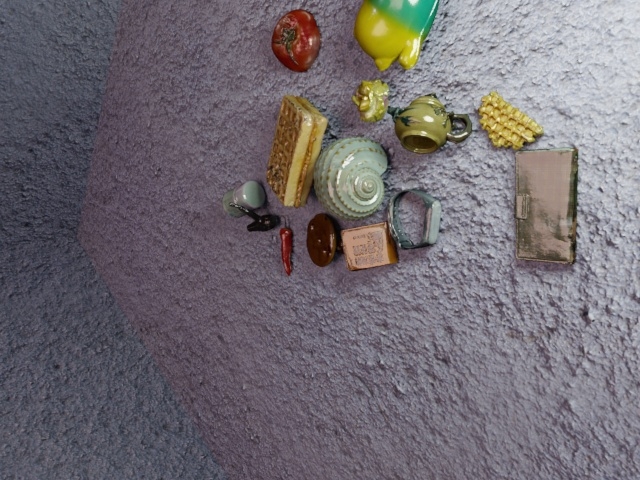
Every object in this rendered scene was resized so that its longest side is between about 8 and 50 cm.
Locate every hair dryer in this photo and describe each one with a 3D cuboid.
[{"bbox_3d":[-0.313,-0.106,2.265,0.195,0.219,0.075,-12,52,48],"label":"hair dryer"}]

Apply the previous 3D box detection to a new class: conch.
[{"bbox_3d":[0.079,-0.225,1.856,0.319,0.215,0.303,10,95,41],"label":"conch"}]

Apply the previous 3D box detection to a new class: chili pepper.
[{"bbox_3d":[-0.149,0.026,2.232,0.059,0.050,0.268,5,103,27],"label":"chili pepper"}]

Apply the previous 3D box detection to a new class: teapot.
[{"bbox_3d":[0.335,-0.374,1.624,0.269,0.173,0.183,8,72,19],"label":"teapot"}]

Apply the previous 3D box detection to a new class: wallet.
[{"bbox_3d":[0.174,0.024,1.889,0.195,0.042,0.161,-11,93,24],"label":"wallet"},{"bbox_3d":[0.628,-0.097,1.463,0.169,0.044,0.317,4,103,39],"label":"wallet"}]

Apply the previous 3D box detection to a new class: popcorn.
[{"bbox_3d":[0.173,-0.469,1.769,0.145,0.126,0.126,114,153,-55],"label":"popcorn"}]

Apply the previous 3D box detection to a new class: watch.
[{"bbox_3d":[0.309,-0.068,1.762,0.193,0.068,0.206,13,104,45],"label":"watch"}]

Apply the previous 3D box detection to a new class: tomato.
[{"bbox_3d":[-0.108,-0.764,1.997,0.228,0.101,0.228,7,101,40],"label":"tomato"}]

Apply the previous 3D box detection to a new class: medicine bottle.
[{"bbox_3d":[-0.339,-0.182,2.313,0.168,0.135,0.135,-22,83,45],"label":"medicine bottle"}]

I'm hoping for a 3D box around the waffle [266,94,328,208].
[{"bbox_3d":[-0.096,-0.337,2.008,0.261,0.114,0.376,52,134,50],"label":"waffle"}]

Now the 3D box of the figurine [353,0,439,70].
[{"bbox_3d":[0.242,-0.698,1.584,0.340,0.231,0.324,-48,64,33],"label":"figurine"}]

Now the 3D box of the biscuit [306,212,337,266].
[{"bbox_3d":[0.000,0.000,2.059,0.212,0.036,0.212,0,90,59],"label":"biscuit"}]

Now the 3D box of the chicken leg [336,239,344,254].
[{"bbox_3d":[0.097,0.042,1.998,0.219,0.048,0.090,26,113,38],"label":"chicken leg"}]

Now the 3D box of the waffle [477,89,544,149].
[{"bbox_3d":[0.535,-0.349,1.498,0.160,0.046,0.192,-24,82,46],"label":"waffle"}]
